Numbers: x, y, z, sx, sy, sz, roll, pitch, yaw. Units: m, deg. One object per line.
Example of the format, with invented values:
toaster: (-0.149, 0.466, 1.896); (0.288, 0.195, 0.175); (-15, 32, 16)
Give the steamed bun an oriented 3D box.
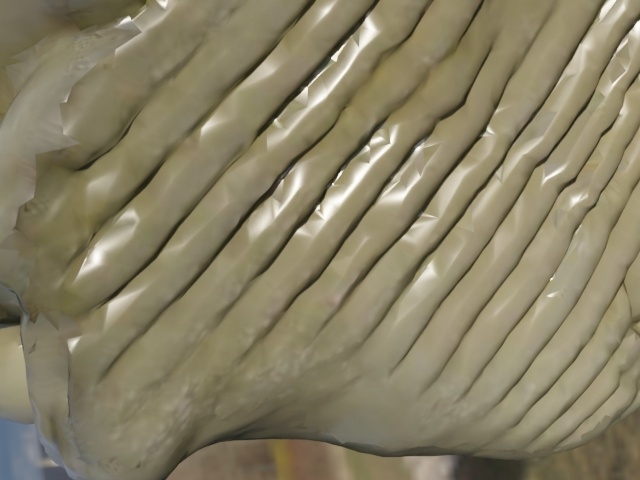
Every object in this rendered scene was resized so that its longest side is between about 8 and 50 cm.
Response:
steamed bun: (-0.012, -0.097, 0.589); (0.219, 0.324, 0.309); (26, 113, 45)
